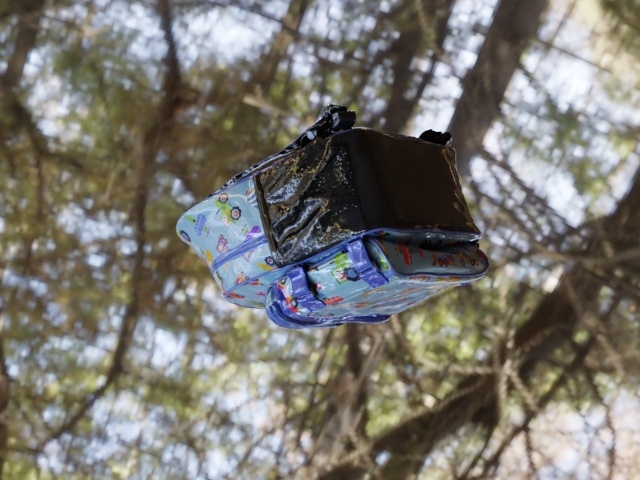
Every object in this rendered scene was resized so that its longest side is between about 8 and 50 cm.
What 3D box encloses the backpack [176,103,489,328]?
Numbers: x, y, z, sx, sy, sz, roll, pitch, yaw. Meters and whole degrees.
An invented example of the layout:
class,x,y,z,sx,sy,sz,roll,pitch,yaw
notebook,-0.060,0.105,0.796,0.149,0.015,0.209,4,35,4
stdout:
class,x,y,z,sx,sy,sz,roll,pitch,yaw
backpack,0.000,0.000,0.849,0.158,0.173,0.117,5,-115,-56
